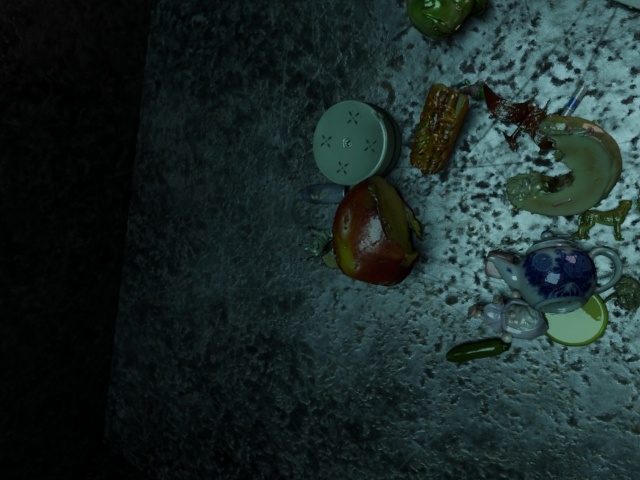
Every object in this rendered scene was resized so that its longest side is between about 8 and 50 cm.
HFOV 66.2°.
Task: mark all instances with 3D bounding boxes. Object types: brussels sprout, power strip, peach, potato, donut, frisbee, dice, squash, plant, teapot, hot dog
[{"bbox_3d":[0.438,-0.862,1.745,0.294,0.227,0.259,43,100,26],"label":"brussels sprout"},{"bbox_3d":[0.138,-0.387,2.002,0.357,0.161,0.358,5,99,29],"label":"power strip"},{"bbox_3d":[0.211,-0.038,1.903,0.352,0.339,0.417,16,101,22],"label":"peach"},{"bbox_3d":[0.088,0.056,2.144,0.172,0.089,0.101,-39,95,-2],"label":"potato"},{"bbox_3d":[0.796,-0.233,1.594,0.307,0.150,0.371,18,138,7],"label":"donut"},{"bbox_3d":[0.891,0.265,1.748,0.235,0.017,0.236,4,97,29],"label":"frisbee"},{"bbox_3d":[0.661,0.090,1.810,0.094,0.091,0.093,13,102,26],"label":"dice"},{"bbox_3d":[0.602,0.427,1.900,0.257,0.069,0.069,-21,86,29],"label":"squash"},{"bbox_3d":[1.014,0.184,1.650,0.122,0.104,0.117,-19,49,56],"label":"plant"},{"bbox_3d":[0.789,0.093,1.660,0.423,0.252,0.280,-4,64,11],"label":"teapot"},{"bbox_3d":[0.424,-0.400,1.816,0.158,0.117,0.349,32,131,21],"label":"hot dog"}]

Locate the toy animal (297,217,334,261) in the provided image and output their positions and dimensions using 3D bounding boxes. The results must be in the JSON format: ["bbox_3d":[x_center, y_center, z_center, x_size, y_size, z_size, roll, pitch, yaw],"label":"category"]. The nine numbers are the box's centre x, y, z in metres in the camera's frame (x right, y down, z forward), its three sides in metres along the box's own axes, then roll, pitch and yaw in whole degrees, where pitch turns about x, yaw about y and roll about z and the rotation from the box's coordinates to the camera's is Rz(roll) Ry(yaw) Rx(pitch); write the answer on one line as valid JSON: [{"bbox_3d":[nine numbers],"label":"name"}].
[{"bbox_3d":[0.003,0.002,2.152,0.175,0.073,0.217,8,62,40],"label":"toy animal"}]

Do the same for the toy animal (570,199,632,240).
[{"bbox_3d":[0.944,-0.068,1.656,0.181,0.073,0.137,2,89,41],"label":"toy animal"}]

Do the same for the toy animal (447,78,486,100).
[{"bbox_3d":[0.512,-0.546,1.827,0.208,0.100,0.104,-15,50,32],"label":"toy animal"}]

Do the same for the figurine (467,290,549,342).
[{"bbox_3d":[0.686,0.282,1.797,0.275,0.133,0.200,8,65,34],"label":"figurine"}]

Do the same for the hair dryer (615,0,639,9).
[{"bbox_3d":[0.992,-0.738,1.537,0.357,0.107,0.173,40,113,29],"label":"hair dryer"}]

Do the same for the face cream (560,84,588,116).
[{"bbox_3d":[0.855,-0.461,1.667,0.034,0.034,0.130,36,112,21],"label":"face cream"}]

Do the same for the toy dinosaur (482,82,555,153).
[{"bbox_3d":[0.706,-0.434,1.710,0.206,0.113,0.328,-29,79,24],"label":"toy dinosaur"}]

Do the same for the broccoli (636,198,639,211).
[{"bbox_3d":[1.132,-0.061,1.441,0.277,0.317,0.339,-27,44,41],"label":"broccoli"}]

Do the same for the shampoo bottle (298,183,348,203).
[{"bbox_3d":[0.011,-0.205,2.157,0.233,0.049,0.087,2,95,29],"label":"shampoo bottle"}]
